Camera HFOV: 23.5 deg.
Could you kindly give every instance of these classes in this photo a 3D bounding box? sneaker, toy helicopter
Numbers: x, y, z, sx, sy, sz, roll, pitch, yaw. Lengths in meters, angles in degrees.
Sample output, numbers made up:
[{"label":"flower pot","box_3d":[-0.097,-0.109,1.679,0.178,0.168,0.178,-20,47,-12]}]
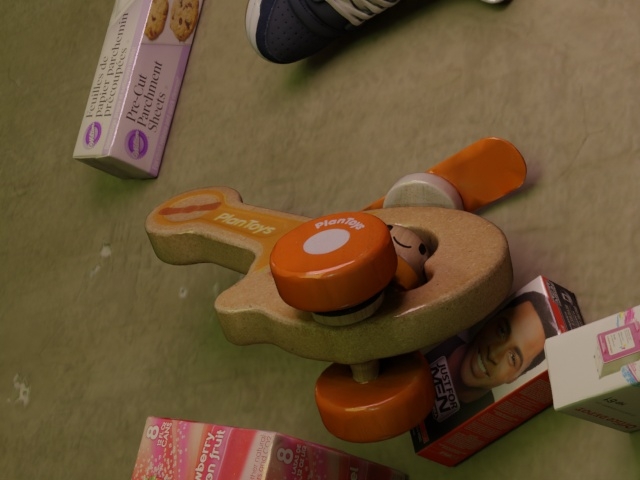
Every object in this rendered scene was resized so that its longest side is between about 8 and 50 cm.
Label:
[{"label":"sneaker","box_3d":[0.057,-0.218,1.253,0.282,0.099,0.153,-43,45,20]},{"label":"toy helicopter","box_3d":[0.000,0.000,1.160,0.235,0.140,0.355,-36,31,-30]}]

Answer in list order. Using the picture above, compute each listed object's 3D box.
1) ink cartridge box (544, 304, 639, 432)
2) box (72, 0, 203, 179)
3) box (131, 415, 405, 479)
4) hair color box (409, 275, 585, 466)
[{"label":"ink cartridge box","box_3d":[0.215,0.076,0.963,0.122,0.088,0.052,-24,59,37]},{"label":"box","box_3d":[-0.160,-0.221,1.501,0.063,0.067,0.324,1,72,46]},{"label":"box","box_3d":[-0.066,0.290,1.111,0.154,0.142,0.300,1,73,47]},{"label":"hair color box","box_3d":[0.123,0.094,1.083,0.141,0.043,0.072,-38,47,27]}]
